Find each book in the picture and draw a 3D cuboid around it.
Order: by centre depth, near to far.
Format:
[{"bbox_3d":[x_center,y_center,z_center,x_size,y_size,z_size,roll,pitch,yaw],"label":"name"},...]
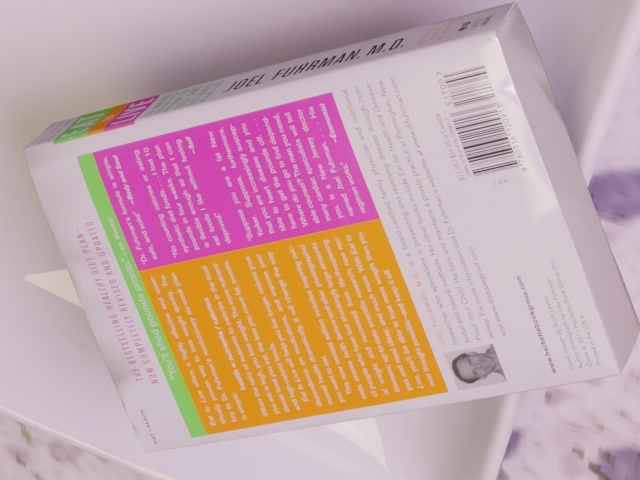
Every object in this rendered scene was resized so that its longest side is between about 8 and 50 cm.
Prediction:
[{"bbox_3d":[0.000,0.000,0.515,0.144,0.035,0.096,-10,114,30],"label":"book"}]

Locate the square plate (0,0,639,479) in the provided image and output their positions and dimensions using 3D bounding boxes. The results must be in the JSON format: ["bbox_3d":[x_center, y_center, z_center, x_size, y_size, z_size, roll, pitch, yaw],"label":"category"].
[{"bbox_3d":[-0.076,-0.092,0.539,0.344,0.049,0.347,22,128,10],"label":"square plate"}]
